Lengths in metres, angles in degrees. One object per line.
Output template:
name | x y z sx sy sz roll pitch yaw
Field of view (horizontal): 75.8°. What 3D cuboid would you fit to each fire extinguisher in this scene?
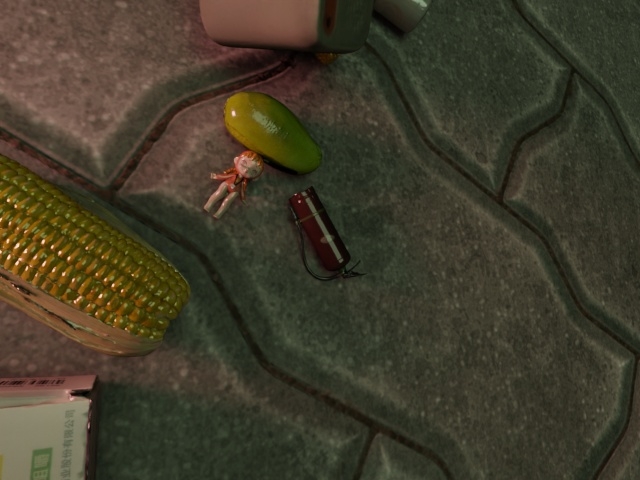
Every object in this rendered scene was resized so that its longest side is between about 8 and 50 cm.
fire extinguisher | 0.000 0.000 0.624 0.078 0.045 0.157 -29 93 1

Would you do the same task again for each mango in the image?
mango | -0.064 -0.159 0.606 0.165 0.074 0.091 28 67 -18

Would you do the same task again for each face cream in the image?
face cream | 0.076 -0.486 0.739 0.268 0.082 0.082 27 69 -17

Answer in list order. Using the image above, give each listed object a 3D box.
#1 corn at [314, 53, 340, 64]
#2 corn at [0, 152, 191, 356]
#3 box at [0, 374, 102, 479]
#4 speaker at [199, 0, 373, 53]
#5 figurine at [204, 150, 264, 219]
corn | -0.022 -0.391 0.679 0.067 0.067 0.207 -31 96 -27
corn | -0.290 0.012 0.447 0.305 0.122 0.123 39 94 -11
box | -0.299 0.290 0.360 0.173 0.145 0.333 3 78 -26
speaker | -0.026 -0.445 0.495 0.183 0.184 0.407 -33 137 -51
figurine | -0.123 -0.080 0.579 0.064 0.047 0.109 41 76 -20
